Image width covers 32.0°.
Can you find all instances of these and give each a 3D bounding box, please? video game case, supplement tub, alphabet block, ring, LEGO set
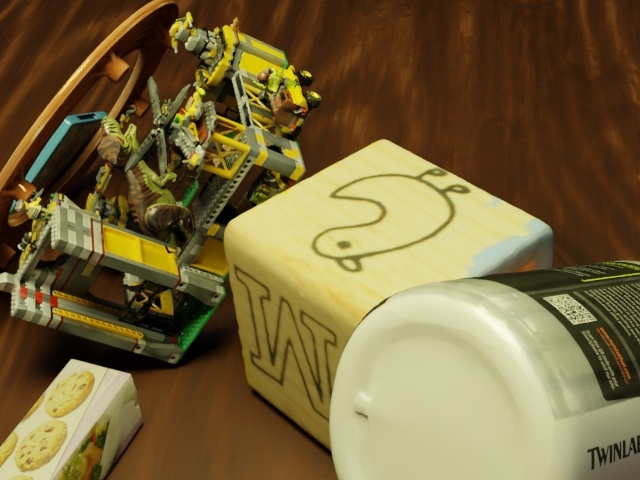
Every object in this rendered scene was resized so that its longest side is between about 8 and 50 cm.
[{"bbox_3d":[-0.282,-0.085,1.195,0.015,0.119,0.166,37,9,-3],"label":"video game case"},{"bbox_3d":[0.175,0.114,0.780,0.316,0.193,0.194,-4,28,-44],"label":"supplement tub"},{"bbox_3d":[0.058,0.061,0.933,0.192,0.193,0.197,-30,43,-31],"label":"alphabet block"},{"bbox_3d":[-0.238,-0.099,1.118,0.032,0.336,0.336,37,44,-4],"label":"ring"},{"bbox_3d":[-0.169,-0.059,1.009,0.192,0.331,0.254,21,40,-28],"label":"LEGO set"}]

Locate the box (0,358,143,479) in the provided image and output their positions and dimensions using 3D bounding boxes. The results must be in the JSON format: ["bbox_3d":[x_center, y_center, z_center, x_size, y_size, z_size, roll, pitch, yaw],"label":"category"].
[{"bbox_3d":[-0.244,0.223,0.862,0.067,0.063,0.324,10,39,21],"label":"box"}]
